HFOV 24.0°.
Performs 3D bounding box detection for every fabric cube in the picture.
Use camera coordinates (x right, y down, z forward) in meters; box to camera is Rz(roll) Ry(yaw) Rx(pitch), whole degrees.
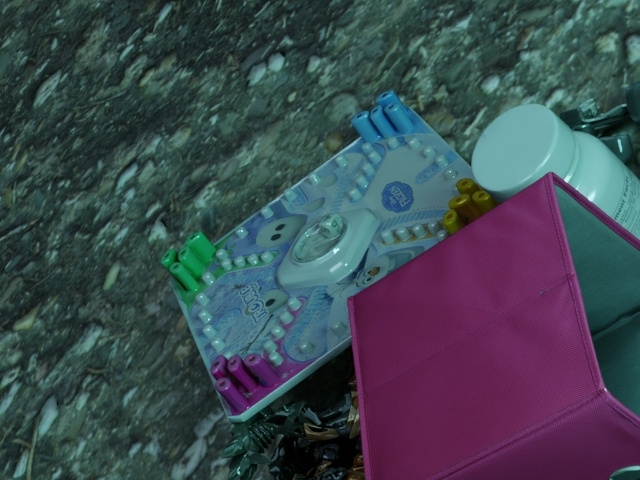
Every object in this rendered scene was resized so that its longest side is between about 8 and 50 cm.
[{"bbox_3d":[0.209,0.143,1.425,0.258,0.254,0.259,-32,43,28],"label":"fabric cube"}]

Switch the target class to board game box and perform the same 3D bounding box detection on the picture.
[{"bbox_3d":[0.000,0.000,1.799,0.390,0.050,0.390,-36,28,1],"label":"board game box"}]

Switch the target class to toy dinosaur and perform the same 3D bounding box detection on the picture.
[{"bbox_3d":[0.030,0.231,1.673,0.218,0.164,0.322,-14,32,20],"label":"toy dinosaur"}]

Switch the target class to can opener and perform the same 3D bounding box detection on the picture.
[{"bbox_3d":[0.373,-0.138,1.650,0.280,0.074,0.093,-20,83,37],"label":"can opener"}]

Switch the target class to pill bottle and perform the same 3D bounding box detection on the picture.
[{"bbox_3d":[0.259,-0.037,1.541,0.131,0.229,0.131,-26,45,29],"label":"pill bottle"}]
